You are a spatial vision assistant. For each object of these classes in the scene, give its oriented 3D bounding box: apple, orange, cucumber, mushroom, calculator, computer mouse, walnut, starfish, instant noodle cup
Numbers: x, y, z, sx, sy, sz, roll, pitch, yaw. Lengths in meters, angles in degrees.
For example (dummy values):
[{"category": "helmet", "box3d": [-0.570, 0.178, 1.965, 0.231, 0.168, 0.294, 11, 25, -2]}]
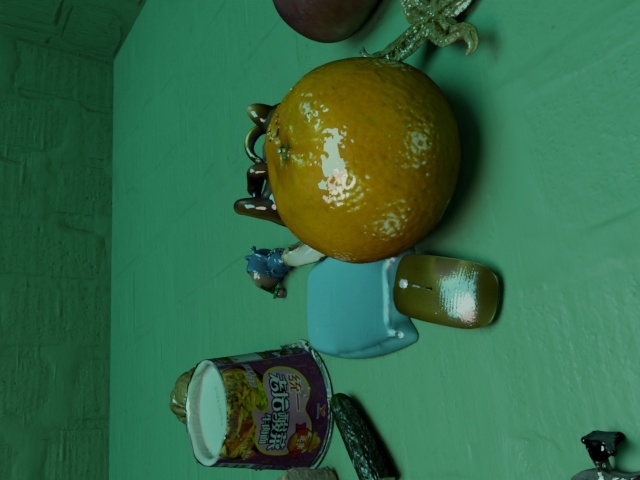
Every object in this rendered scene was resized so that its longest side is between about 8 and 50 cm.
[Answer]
[{"category": "apple", "box3d": [0.025, -0.625, 1.499, 0.306, 0.235, 0.305, -14, 73, 52]}, {"category": "orange", "box3d": [0.068, -0.160, 1.259, 0.424, 0.326, 0.423, -21, 65, 55]}, {"category": "cucumber", "box3d": [0.082, 0.422, 1.363, 0.074, 0.075, 0.241, -64, 35, 27]}, {"category": "mushroom", "box3d": [0.002, 0.001, 1.544, 0.210, 0.094, 0.072, -35, 98, 27]}, {"category": "calculator", "box3d": [0.071, 0.140, 1.452, 0.386, 0.055, 0.256, -18, 69, 56]}, {"category": "computer mouse", "box3d": [0.223, 0.093, 1.197, 0.245, 0.056, 0.125, 10, 90, 50]}, {"category": "walnut", "box3d": [-0.352, 0.475, 1.913, 0.245, 0.198, 0.198, -5, 80, 60]}, {"category": "starfish", "box3d": [0.220, -0.465, 1.291, 0.327, 0.094, 0.375, -48, 41, 11]}, {"category": "instant noodle cup", "box3d": [-0.167, 0.412, 1.571, 0.340, 0.266, 0.339, -18, 69, 56]}]

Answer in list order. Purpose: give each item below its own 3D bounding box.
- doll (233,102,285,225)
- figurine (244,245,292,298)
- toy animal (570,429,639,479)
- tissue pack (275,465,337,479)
[{"category": "doll", "box3d": [-0.084, -0.186, 1.648, 0.318, 0.209, 0.339, 0, 85, 24]}, {"category": "figurine", "box3d": [-0.131, 0.084, 1.730, 0.178, 0.114, 0.144, -19, 70, 45]}, {"category": "toy animal", "box3d": [0.390, 0.349, 0.909, 0.105, 0.070, 0.202, 45, 119, 29]}, {"category": "tissue pack", "box3d": [-0.097, 0.682, 1.449, 0.305, 0.239, 0.238, -54, 43, 37]}]
